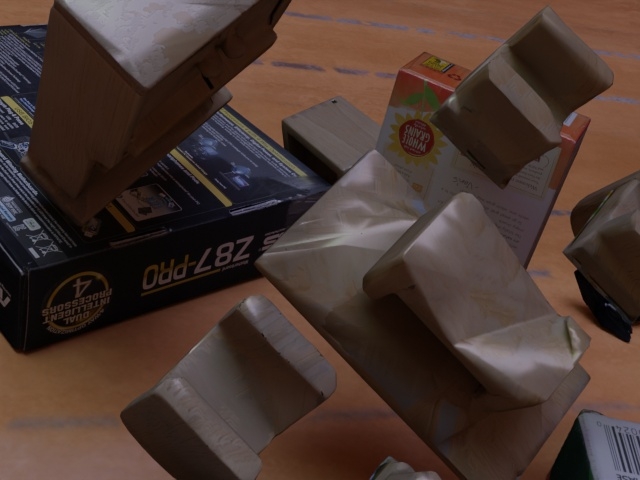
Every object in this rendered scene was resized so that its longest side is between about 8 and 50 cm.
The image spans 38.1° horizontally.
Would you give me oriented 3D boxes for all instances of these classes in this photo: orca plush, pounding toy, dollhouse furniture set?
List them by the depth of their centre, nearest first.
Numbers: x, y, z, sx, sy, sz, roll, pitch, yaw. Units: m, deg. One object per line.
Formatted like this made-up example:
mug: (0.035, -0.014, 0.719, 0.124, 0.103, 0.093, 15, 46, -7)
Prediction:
dollhouse furniture set: (0.000, 0.000, 0.639, 0.394, 0.256, 0.362, 46, 65, -3)
pounding toy: (0.031, -0.064, 0.947, 0.100, 0.141, 0.130, -26, 45, -22)
orca plush: (0.374, -0.001, 1.004, 0.287, 0.102, 0.151, -13, 42, -36)

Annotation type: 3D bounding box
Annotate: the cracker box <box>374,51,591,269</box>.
cracker box: (0.117, -0.027, 0.816, 0.156, 0.232, 0.067, 26, 33, 15)

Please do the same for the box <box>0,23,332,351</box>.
box: (-0.233, -0.088, 0.892, 0.318, 0.097, 0.395, -20, 47, -39)

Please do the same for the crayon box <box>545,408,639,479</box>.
crayon box: (0.270, 0.262, 0.585, 0.202, 0.081, 0.318, 13, 32, -3)
